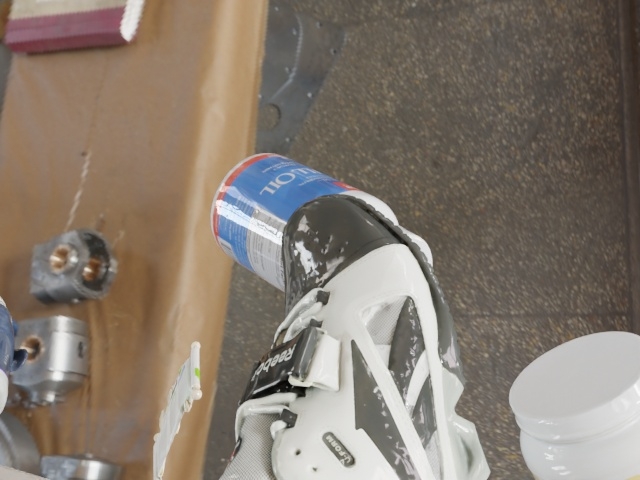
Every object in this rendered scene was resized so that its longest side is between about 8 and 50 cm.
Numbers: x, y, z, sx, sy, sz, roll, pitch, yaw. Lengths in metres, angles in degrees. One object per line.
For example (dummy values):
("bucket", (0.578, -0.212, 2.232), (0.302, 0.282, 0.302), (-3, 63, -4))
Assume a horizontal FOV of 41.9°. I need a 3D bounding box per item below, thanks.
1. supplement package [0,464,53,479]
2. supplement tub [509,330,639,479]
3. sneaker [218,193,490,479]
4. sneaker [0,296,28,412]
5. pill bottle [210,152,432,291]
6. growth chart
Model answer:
("supplement package", (-0.249, 0.336, 0.765), (0.293, 0.177, 0.175), (14, 51, 6))
("supplement tub", (0.428, 0.321, 1.171), (0.241, 0.241, 0.331), (-26, 103, 15))
("sneaker", (0.004, 0.100, 0.489), (0.122, 0.146, 0.330), (-60, 37, 43))
("sneaker", (-0.556, 0.191, 1.137), (0.323, 0.130, 0.236), (-32, 42, 6))
("pill bottle", (0.000, 0.000, 0.816), (0.221, 0.124, 0.124), (28, 85, 44))
("growth chart", (-0.231, 0.276, 1.329), (0.172, 0.021, 0.237), (-102, 32, -60))
